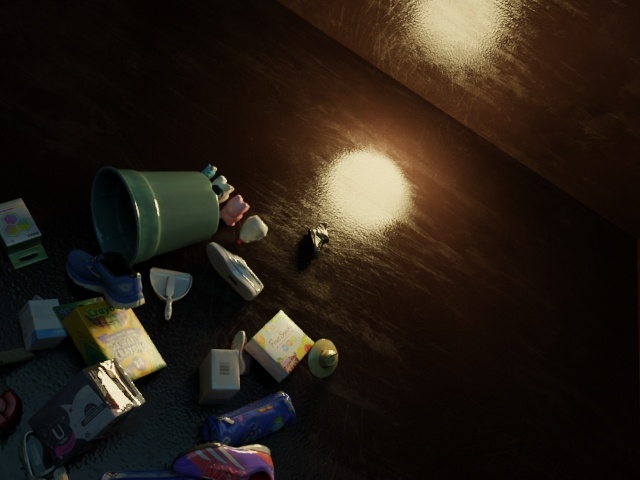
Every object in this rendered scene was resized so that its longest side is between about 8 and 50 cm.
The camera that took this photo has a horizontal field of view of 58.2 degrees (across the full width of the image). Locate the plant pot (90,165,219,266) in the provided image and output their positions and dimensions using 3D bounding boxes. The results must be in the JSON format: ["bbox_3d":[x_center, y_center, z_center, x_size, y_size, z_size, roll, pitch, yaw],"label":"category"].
[{"bbox_3d":[-0.550,-0.097,1.963,0.334,0.341,0.341,-14,68,-42],"label":"plant pot"}]

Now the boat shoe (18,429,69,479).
[{"bbox_3d":[-0.730,0.632,1.545,0.096,0.088,0.268,-18,71,-35],"label":"boat shoe"}]

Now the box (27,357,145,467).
[{"bbox_3d":[-0.638,0.469,1.570,0.163,0.247,0.142,51,15,10],"label":"box"}]

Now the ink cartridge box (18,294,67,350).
[{"bbox_3d":[-0.833,0.242,1.718,0.089,0.092,0.143,2,58,-50],"label":"ink cartridge box"}]

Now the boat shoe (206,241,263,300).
[{"bbox_3d":[-0.314,0.102,2.108,0.258,0.095,0.084,52,47,-4],"label":"boat shoe"}]

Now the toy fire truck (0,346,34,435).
[{"bbox_3d":[-0.890,0.402,1.585,0.217,0.158,0.246,44,61,3],"label":"toy fire truck"}]

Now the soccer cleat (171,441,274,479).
[{"bbox_3d":[-0.274,0.665,1.677,0.318,0.109,0.116,15,32,-35],"label":"soccer cleat"}]

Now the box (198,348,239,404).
[{"bbox_3d":[-0.324,0.437,1.831,0.090,0.170,0.130,7,58,-23],"label":"box"}]

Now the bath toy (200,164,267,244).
[{"bbox_3d":[-0.350,-0.124,2.200,0.129,0.151,0.348,-42,87,-1],"label":"bath toy"}]

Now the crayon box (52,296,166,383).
[{"bbox_3d":[-0.638,0.296,1.753,0.323,0.083,0.203,53,21,11],"label":"crayon box"}]

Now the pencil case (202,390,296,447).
[{"bbox_3d":[-0.224,0.574,1.827,0.306,0.133,0.119,-11,39,-33],"label":"pencil case"}]

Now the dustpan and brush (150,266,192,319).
[{"bbox_3d":[-0.514,0.183,1.959,0.147,0.060,0.211,12,56,-21],"label":"dustpan and brush"}]

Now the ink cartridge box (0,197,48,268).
[{"bbox_3d":[-0.971,-0.024,1.843,0.109,0.062,0.209,-24,75,-37],"label":"ink cartridge box"}]

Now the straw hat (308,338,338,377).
[{"bbox_3d":[0.029,0.425,2.067,0.144,0.061,0.145,10,75,-38],"label":"straw hat"}]

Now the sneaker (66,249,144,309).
[{"bbox_3d":[-0.673,0.088,1.815,0.329,0.147,0.129,22,21,26],"label":"sneaker"}]

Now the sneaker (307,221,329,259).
[{"bbox_3d":[-0.001,0.002,2.352,0.089,0.051,0.170,2,57,-22],"label":"sneaker"}]

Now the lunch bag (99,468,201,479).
[{"bbox_3d":[-0.466,0.723,1.562,0.303,0.115,0.243,11,16,-24],"label":"lunch bag"}]

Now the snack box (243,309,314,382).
[{"bbox_3d":[-0.141,0.366,2.006,0.174,0.070,0.207,45,32,4],"label":"snack box"}]

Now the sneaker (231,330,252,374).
[{"bbox_3d":[-0.265,0.391,1.978,0.065,0.061,0.158,29,47,-44],"label":"sneaker"}]
